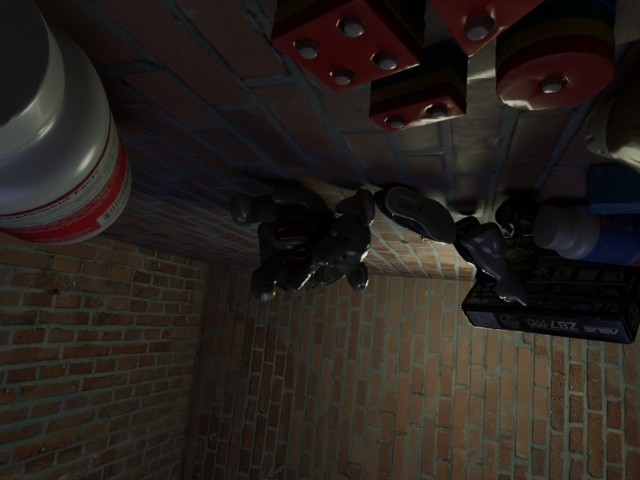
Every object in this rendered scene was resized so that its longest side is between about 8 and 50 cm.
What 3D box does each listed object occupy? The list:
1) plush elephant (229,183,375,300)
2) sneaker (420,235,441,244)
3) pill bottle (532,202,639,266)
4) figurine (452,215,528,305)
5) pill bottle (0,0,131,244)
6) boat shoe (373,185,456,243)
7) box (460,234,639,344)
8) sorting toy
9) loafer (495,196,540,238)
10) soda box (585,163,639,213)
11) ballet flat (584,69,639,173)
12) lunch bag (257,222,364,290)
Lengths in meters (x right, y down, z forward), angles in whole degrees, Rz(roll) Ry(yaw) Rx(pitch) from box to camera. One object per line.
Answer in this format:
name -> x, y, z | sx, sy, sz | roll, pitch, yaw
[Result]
plush elephant -> 0.000, 0.000, 0.983 | 0.255, 0.272, 0.329 | 15, -152, 43
sneaker -> 0.267, -0.040, 1.066 | 0.175, 0.068, 0.064 | 33, 158, -30
pill bottle -> 0.590, -0.015, 0.916 | 0.221, 0.125, 0.124 | 6, 170, -7
figurine -> 0.416, 0.055, 1.040 | 0.092, 0.210, 0.215 | -32, -172, 5
pill bottle -> -0.371, -0.129, 0.515 | 0.228, 0.229, 0.407 | 9, 169, -17
boat shoe -> 0.223, -0.058, 0.975 | 0.232, 0.084, 0.079 | 25, 166, -26
box -> 0.614, 0.103, 1.107 | 0.394, 0.318, 0.097 | -8, 125, 53
sorting toy -> 0.112, -0.179, 0.346 | 0.255, 0.090, 0.257 | -3, 167, 40
loafer -> 0.437, -0.055, 0.952 | 0.078, 0.076, 0.223 | 25, -178, 21
soda box -> 0.556, -0.085, 0.684 | 0.209, 0.071, 0.067 | 1, 169, 26
ballet flat -> 0.411, -0.124, 0.513 | 0.342, 0.116, 0.124 | 8, -170, -34
lunch bag -> -0.031, 0.031, 1.298 | 0.255, 0.213, 0.305 | -9, -176, -23
